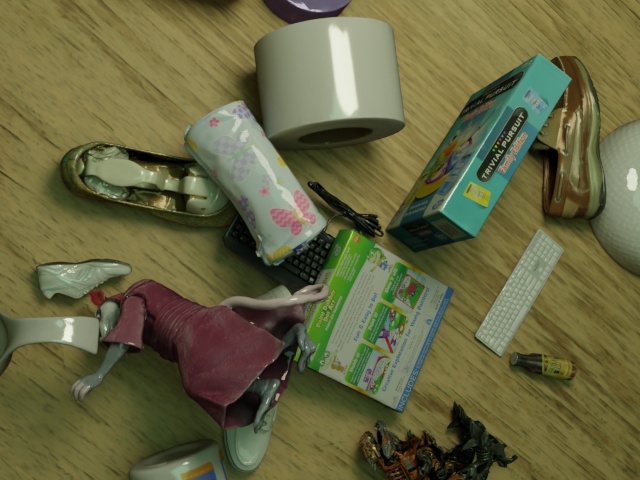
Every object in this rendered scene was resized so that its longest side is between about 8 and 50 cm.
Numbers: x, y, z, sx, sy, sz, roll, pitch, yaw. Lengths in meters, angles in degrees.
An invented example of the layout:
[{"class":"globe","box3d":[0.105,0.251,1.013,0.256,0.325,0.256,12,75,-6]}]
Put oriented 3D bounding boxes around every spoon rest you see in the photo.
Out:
[{"class":"spoon rest","box3d":[-0.471,0.155,1.227,0.276,0.084,0.137,-12,65,20]}]

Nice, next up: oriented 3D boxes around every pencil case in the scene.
[{"class":"pencil case","box3d":[-0.106,-0.092,1.321,0.124,0.113,0.273,-34,90,6]}]

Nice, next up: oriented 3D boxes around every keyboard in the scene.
[{"class":"keyboard","box3d":[0.000,0.000,1.440,0.317,0.033,0.201,33,76,-22]},{"class":"keyboard","box3d":[0.389,0.100,1.579,0.072,0.014,0.256,37,76,-10]}]

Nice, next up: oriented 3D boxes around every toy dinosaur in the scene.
[{"class":"toy dinosaur","box3d":[0.225,0.418,1.454,0.322,0.164,0.218,39,90,-28]}]

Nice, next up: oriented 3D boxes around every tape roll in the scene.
[{"class":"tape roll","box3d":[-0.020,-0.495,1.488,0.189,0.080,0.189,1,85,-16]},{"class":"tape roll","box3d":[0.016,-0.260,1.388,0.246,0.246,0.169,-6,85,-17]}]

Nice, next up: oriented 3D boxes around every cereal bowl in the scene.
[{"class":"cereal bowl","box3d":[0.714,-0.093,1.629,0.339,0.141,0.339,2,83,-17]}]

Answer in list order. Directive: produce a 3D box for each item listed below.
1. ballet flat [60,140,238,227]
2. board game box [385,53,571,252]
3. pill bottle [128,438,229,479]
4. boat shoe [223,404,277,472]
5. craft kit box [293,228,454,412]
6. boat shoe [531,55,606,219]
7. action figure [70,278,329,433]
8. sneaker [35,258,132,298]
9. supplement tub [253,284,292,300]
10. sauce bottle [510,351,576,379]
[{"class":"ballet flat","box3d":[-0.257,-0.094,1.359,0.349,0.123,0.123,10,82,-15]},{"class":"board game box","box3d":[0.272,-0.147,1.446,0.079,0.254,0.336,36,76,-10]},{"class":"pill bottle","box3d":[-0.198,0.472,1.297,0.152,0.152,0.272,-16,89,-17]},{"class":"boat shoe","box3d":[-0.116,0.282,1.380,0.083,0.076,0.226,7,82,-15]},{"class":"craft kit box","box3d":[0.089,0.145,1.437,0.247,0.061,0.249,31,77,-27]},{"class":"boat shoe","box3d":[0.472,-0.199,1.582,0.120,0.122,0.324,-5,83,-3]},{"class":"action figure","box3d":[-0.212,0.138,1.257,0.370,0.248,0.275,24,101,19]},{"class":"sneaker","box3d":[-0.388,0.062,1.341,0.152,0.054,0.061,-5,95,-11]},{"class":"supplement tub","box3d":[-0.098,0.130,1.404,0.107,0.071,0.071,-26,92,-17]},{"class":"sauce bottle","box3d":[0.428,0.240,1.561,0.128,0.042,0.042,12,81,-16]}]
